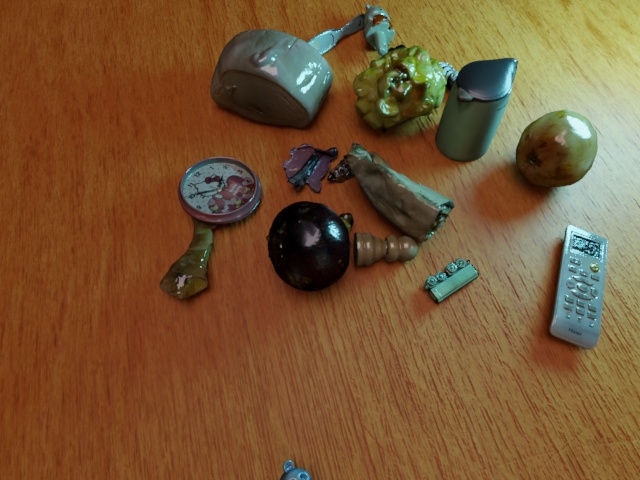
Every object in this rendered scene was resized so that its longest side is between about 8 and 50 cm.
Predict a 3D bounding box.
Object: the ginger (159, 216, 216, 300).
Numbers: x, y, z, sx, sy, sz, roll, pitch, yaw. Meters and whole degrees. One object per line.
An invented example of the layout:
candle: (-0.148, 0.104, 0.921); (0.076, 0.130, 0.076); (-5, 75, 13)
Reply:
ginger: (-0.360, 0.033, 1.120); (0.130, 0.086, 0.295); (-7, 57, 14)

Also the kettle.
kettle: (0.449, -0.381, 1.140); (0.240, 0.255, 0.165); (-38, 66, -12)

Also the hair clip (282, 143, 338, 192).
hair clip: (-0.045, -0.223, 1.226); (0.145, 0.056, 0.187); (21, 61, 14)

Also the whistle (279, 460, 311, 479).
whistle: (-0.023, 0.596, 0.829); (0.180, 0.093, 0.269); (-15, 65, -27)

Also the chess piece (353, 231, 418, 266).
chess piece: (0.175, 0.023, 1.072); (0.170, 0.094, 0.094); (0, 66, 1)

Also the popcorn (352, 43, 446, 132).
popcorn: (0.240, -0.455, 1.218); (0.286, 0.215, 0.252); (-23, 44, -1)

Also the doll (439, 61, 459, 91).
doll: (0.428, -0.522, 1.307); (0.091, 0.067, 0.219); (-40, 70, -17)

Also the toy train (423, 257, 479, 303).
toy train: (0.341, 0.101, 1.051); (0.147, 0.038, 0.071); (-31, 70, -10)

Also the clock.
clock: (-0.296, -0.150, 1.191); (0.243, 0.056, 0.245); (3, 58, -5)

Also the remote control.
remote control: (0.648, 0.113, 1.016); (0.109, 0.055, 0.313); (22, 65, 7)

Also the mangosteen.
mangosteen: (0.000, 0.000, 1.042); (0.289, 0.231, 0.231); (-25, 63, -35)

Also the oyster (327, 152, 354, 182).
oyster: (0.080, -0.217, 1.218); (0.086, 0.029, 0.132); (25, 68, 14)

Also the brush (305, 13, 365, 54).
brush: (0.042, -0.737, 1.445); (0.296, 0.068, 0.060); (-35, 46, -15)

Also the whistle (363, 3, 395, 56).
whistle: (0.200, -0.732, 1.396); (0.101, 0.106, 0.254); (8, 58, -16)

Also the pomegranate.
pomegranate: (0.641, -0.244, 1.091); (0.206, 0.207, 0.208); (-2, 66, 4)

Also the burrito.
burrito: (0.197, -0.137, 1.101); (0.331, 0.190, 0.135); (42, 116, 24)

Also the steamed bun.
steamed bun: (-0.167, -0.530, 1.266); (0.382, 0.236, 0.247); (19, 67, 12)
